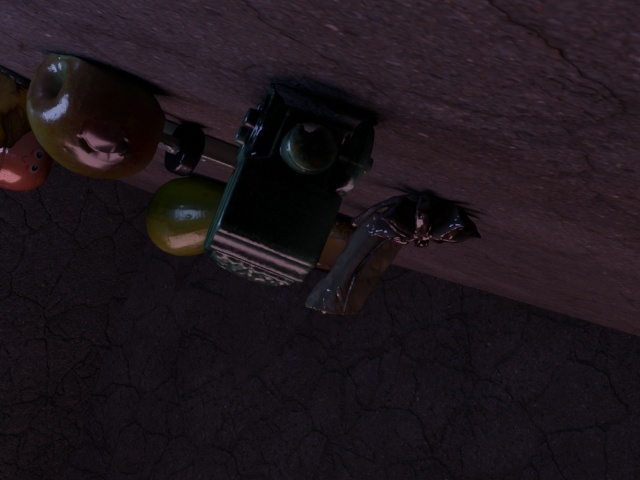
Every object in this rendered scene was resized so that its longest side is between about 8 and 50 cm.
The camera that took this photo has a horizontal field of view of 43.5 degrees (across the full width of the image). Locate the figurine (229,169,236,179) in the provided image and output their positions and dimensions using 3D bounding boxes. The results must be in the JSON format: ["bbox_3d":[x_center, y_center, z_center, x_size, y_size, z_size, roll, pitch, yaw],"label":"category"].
[{"bbox_3d":[-0.132,-0.128,1.755,0.140,0.075,0.068,15,177,13],"label":"figurine"}]

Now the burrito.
[{"bbox_3d":[0.086,0.069,1.965,0.105,0.299,0.143,28,169,39],"label":"burrito"}]

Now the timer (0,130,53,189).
[{"bbox_3d":[-0.903,-0.264,2.373,0.215,0.229,0.230,13,178,-17],"label":"timer"}]

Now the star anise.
[{"bbox_3d":[0.177,-0.037,1.454,0.231,0.089,0.209,13,165,-2],"label":"star anise"}]

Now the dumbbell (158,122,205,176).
[{"bbox_3d":[-0.315,-0.193,1.466,0.191,0.100,0.100,22,175,-33],"label":"dumbbell"}]

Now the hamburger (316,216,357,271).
[{"bbox_3d":[0.000,0.000,2.354,0.302,0.170,0.302,14,174,1],"label":"hamburger"}]

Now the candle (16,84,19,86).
[{"bbox_3d":[-0.674,-0.320,1.770,0.052,0.052,0.131,17,178,24],"label":"candle"}]

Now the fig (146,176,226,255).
[{"bbox_3d":[-0.387,-0.077,2.552,0.326,0.258,0.258,-2,168,26],"label":"fig"}]

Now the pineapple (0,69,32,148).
[{"bbox_3d":[-0.681,-0.283,1.624,0.140,0.249,0.164,24,147,28],"label":"pineapple"}]

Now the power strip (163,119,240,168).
[{"bbox_3d":[-0.283,-0.202,1.618,0.271,0.046,0.118,19,177,-20],"label":"power strip"}]

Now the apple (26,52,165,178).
[{"bbox_3d":[-0.360,-0.191,1.274,0.207,0.173,0.188,-6,164,40],"label":"apple"}]

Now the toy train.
[{"bbox_3d":[-0.047,-0.060,1.022,0.167,0.238,0.299,22,175,-8],"label":"toy train"}]
